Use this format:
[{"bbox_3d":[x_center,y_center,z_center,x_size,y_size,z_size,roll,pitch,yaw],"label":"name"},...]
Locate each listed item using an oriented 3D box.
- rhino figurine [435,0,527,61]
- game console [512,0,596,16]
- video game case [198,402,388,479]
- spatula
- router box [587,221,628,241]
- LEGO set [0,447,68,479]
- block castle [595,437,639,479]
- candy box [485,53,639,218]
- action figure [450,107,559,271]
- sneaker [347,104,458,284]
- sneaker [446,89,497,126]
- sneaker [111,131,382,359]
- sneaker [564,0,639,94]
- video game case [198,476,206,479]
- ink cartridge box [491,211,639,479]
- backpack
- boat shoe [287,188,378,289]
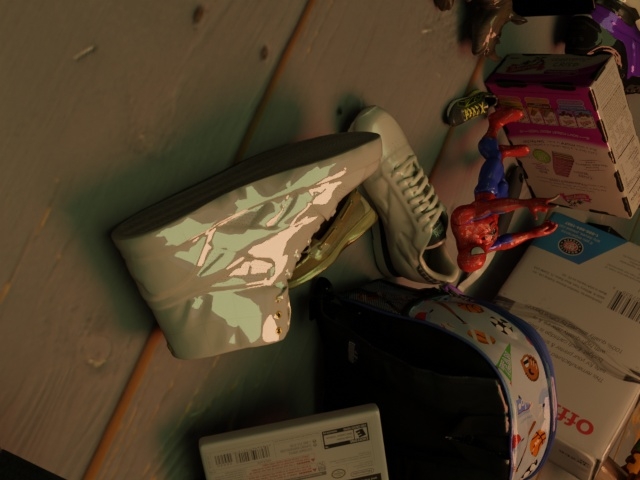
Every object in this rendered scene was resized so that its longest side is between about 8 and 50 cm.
[{"bbox_3d":[0.193,-0.325,0.901,0.106,0.073,0.243,-43,126,-21],"label":"rhino figurine"},{"bbox_3d":[0.302,-0.356,0.953,0.071,0.122,0.107,23,85,-43],"label":"game console"},{"bbox_3d":[-0.021,0.270,0.794,0.190,0.022,0.173,-10,108,-5],"label":"video game case"},{"bbox_3d":[0.232,0.025,1.050,0.084,0.030,0.296,36,77,-41],"label":"spatula"},{"bbox_3d":[0.496,0.062,1.277,0.179,0.046,0.133,27,84,-41],"label":"router box"},{"bbox_3d":[-0.261,0.269,0.522,0.255,0.331,0.192,-52,133,-45],"label":"LEGO set"},{"bbox_3d":[0.578,0.216,1.152,0.303,0.213,0.453,-38,166,-34],"label":"block castle"},{"bbox_3d":[0.345,-0.144,1.019,0.071,0.159,0.233,-49,128,-21],"label":"candy box"},{"bbox_3d":[0.243,-0.060,0.903,0.280,0.139,0.091,-59,137,-41],"label":"action figure"},{"bbox_3d":[0.103,-0.052,0.878,0.090,0.095,0.235,-37,121,-26],"label":"sneaker"},{"bbox_3d":[0.199,-0.175,0.967,0.083,0.035,0.031,-38,122,-28],"label":"sneaker"},{"bbox_3d":[-0.047,0.006,0.754,0.292,0.108,0.169,-27,113,-22],"label":"sneaker"},{"bbox_3d":[0.463,-0.266,1.139,0.293,0.102,0.146,25,88,-37],"label":"sneaker"},{"bbox_3d":[-0.099,0.388,0.855,0.248,0.035,0.274,-23,114,-35],"label":"video game case"},{"bbox_3d":[0.354,0.143,1.042,0.307,0.223,0.129,-51,150,-19],"label":"ink cartridge box"},{"bbox_3d":[0.136,0.178,0.851,0.213,0.263,0.276,-19,112,-37],"label":"backpack"},{"bbox_3d":[0.001,-0.001,0.833,0.153,0.056,0.048,-40,100,-24],"label":"boat shoe"}]
